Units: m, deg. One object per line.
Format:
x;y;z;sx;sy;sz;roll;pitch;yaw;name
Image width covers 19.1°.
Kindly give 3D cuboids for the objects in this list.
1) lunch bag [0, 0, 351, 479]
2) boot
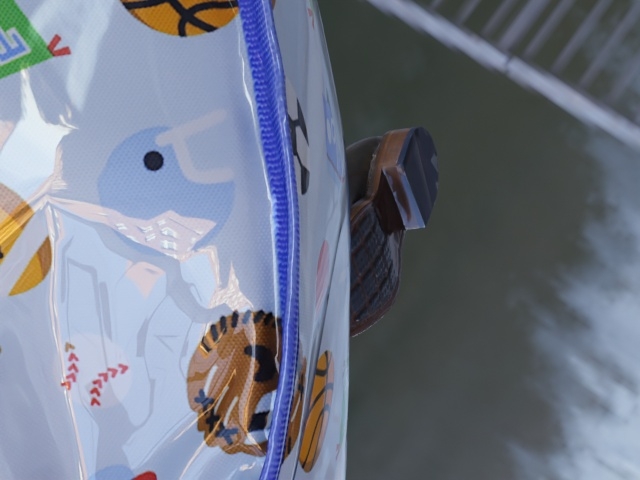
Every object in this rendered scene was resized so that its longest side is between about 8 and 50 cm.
-0.098;0.020;0.786;0.328;0.239;0.385;62;-163;-81;lunch bag
0.000;0.000;1.283;0.106;0.219;0.082;-4;120;26;boot
